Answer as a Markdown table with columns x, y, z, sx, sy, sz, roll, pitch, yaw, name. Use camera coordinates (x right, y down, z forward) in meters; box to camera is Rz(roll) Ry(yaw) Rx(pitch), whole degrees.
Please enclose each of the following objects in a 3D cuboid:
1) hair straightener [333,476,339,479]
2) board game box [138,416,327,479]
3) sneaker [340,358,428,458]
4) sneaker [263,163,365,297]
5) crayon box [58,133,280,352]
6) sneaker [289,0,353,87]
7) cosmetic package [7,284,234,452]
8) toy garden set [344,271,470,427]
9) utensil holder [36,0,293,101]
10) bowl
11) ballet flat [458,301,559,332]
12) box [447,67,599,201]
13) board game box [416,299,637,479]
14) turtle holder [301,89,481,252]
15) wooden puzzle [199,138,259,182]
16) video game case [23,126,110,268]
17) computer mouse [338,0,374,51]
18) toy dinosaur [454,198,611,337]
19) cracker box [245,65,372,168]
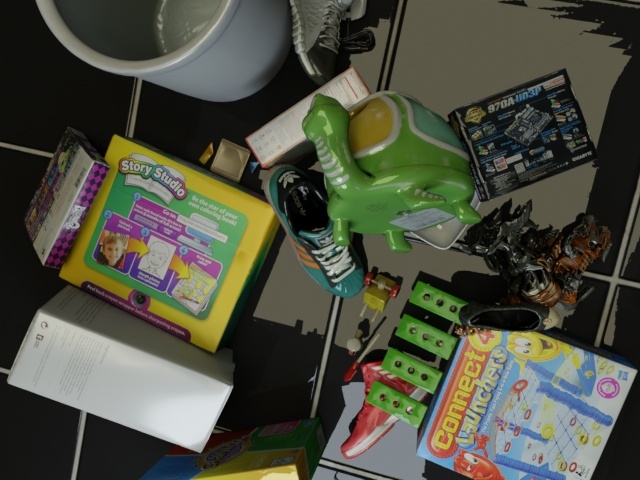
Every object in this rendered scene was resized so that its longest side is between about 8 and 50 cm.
| x | y | z | sx | sy | sz | roll | pitch | yaw | name |
| --- | --- | --- | --- | --- | --- | --- | --- | --- | --- |
| 0.107 | 0.570 | 1.243 | 0.089 | 0.047 | 0.230 | -39 | 83 | 11 | hair straightener |
| -0.164 | 0.433 | 1.176 | 0.316 | 0.242 | 0.064 | -12 | 91 | 10 | board game box |
| 0.099 | 0.317 | 1.210 | 0.221 | 0.087 | 0.128 | -42 | 78 | -1 | sneaker |
| 0.000 | 0.000 | 1.124 | 0.108 | 0.121 | 0.302 | -36 | 114 | -5 | sneaker |
| -0.296 | 0.002 | 1.232 | 0.362 | 0.106 | 0.313 | 25 | 95 | 7 | crayon box |
| 0.018 | -0.398 | 1.099 | 0.132 | 0.086 | 0.229 | -21 | 72 | 30 | sneaker |
| -0.359 | 0.237 | 1.166 | 0.365 | 0.197 | 0.155 | 25 | 95 | -9 | cosmetic package |
| 0.145 | 0.192 | 1.158 | 0.203 | 0.049 | 0.244 | 24 | 89 | 18 | toy garden set |
| -0.232 | -0.417 | 1.045 | 0.327 | 0.385 | 0.328 | 1 | 95 | 10 | utensil holder |
| 0.218 | -0.071 | 1.161 | 0.142 | 0.053 | 0.142 | 33 | 100 | 6 | bowl |
| 0.314 | 0.133 | 1.015 | 0.173 | 0.049 | 0.058 | 1 | 110 | -5 | ballet flat |
| 0.363 | -0.187 | 1.100 | 0.220 | 0.051 | 0.175 | -22 | 91 | -3 | box |
| 0.373 | 0.311 | 1.147 | 0.301 | 0.086 | 0.308 | 20 | 98 | 8 | board game box |
| 0.097 | -0.120 | 1.014 | 0.320 | 0.243 | 0.228 | 0 | 71 | -22 | turtle holder |
| -0.184 | -0.163 | 1.247 | 0.116 | 0.014 | 0.079 | 31 | 104 | 7 | wooden puzzle |
| -0.519 | -0.092 | 1.237 | 0.210 | 0.041 | 0.232 | 39 | 103 | 46 | video game case |
| 0.052 | -0.459 | 1.164 | 0.105 | 0.042 | 0.193 | 3 | 95 | 11 | computer mouse |
| 0.370 | 0.052 | 1.075 | 0.322 | 0.164 | 0.218 | -40 | 94 | -31 | toy dinosaur |
| -0.010 | -0.219 | 1.138 | 0.232 | 0.155 | 0.067 | -31 | 88 | 11 | cracker box |
